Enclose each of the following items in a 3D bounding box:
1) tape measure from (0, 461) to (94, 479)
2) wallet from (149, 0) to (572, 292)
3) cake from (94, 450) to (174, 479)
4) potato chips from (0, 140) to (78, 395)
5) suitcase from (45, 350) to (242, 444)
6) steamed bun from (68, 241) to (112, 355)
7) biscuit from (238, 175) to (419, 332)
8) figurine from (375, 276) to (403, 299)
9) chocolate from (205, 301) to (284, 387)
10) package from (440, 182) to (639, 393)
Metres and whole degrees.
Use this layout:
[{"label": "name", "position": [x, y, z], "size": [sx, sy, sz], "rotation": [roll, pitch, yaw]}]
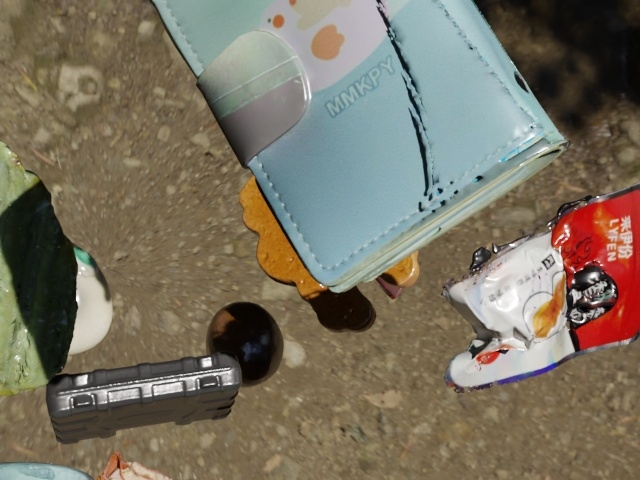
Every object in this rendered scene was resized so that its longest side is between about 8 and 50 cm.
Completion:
[{"label": "tape measure", "position": [-0.197, 0.122, 0.571], "size": [0.107, 0.104, 0.179], "rotation": [6, 46, -21]}, {"label": "wallet", "position": [0.011, -0.111, 0.544], "size": [0.176, 0.075, 0.250], "rotation": [-36, 76, 25]}, {"label": "cake", "position": [-0.237, 0.423, 1.359], "size": [0.098, 0.287, 0.135], "rotation": [-42, 133, -33]}, {"label": "potato chips", "position": [-0.496, 0.043, 1.163], "size": [0.359, 0.070, 0.429], "rotation": [0, 110, -29]}, {"label": "suitcase", "position": [-0.272, 0.245, 1.384], "size": [0.286, 0.206, 0.066], "rotation": [-7, 66, -15]}, {"label": "steamed bun", "position": [-0.486, 0.103, 1.685], "size": [0.177, 0.131, 0.228], "rotation": [-16, 87, -26]}, {"label": "biscuit", "position": [0.000, 0.000, 1.452], "size": [0.334, 0.047, 0.202], "rotation": [41, 89, 24]}, {"label": "figurine", "position": [0.113, 0.034, 1.782], "size": [0.082, 0.098, 0.154], "rotation": [-48, 129, -7]}, {"label": "chocolate", "position": [-0.140, 0.200, 1.707], "size": [0.177, 0.177, 0.176], "rotation": [0, 88, -14]}, {"label": "package", "position": [0.234, 0.056, 0.910], "size": [0.270, 0.071, 0.193], "rotation": [-21, 127, -29]}]
